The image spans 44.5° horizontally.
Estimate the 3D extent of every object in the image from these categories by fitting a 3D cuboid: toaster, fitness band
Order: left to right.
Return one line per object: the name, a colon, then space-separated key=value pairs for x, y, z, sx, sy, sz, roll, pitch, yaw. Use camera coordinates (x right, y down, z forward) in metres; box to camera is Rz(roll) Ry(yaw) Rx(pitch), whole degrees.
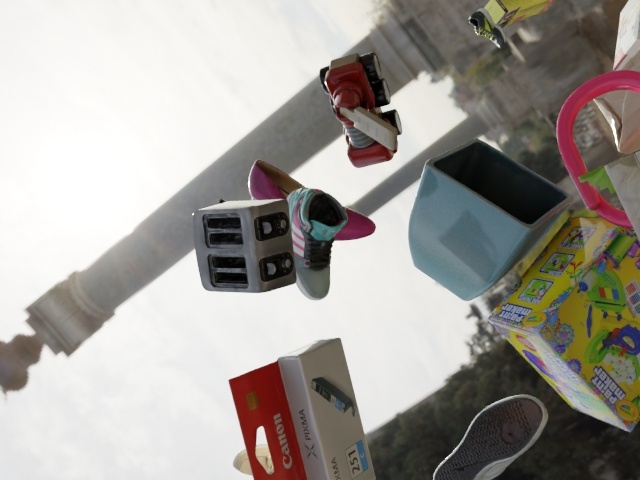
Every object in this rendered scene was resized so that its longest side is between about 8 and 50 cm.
toaster: x=-0.148 y=0.007 z=1.482 sx=0.110 sy=0.185 sz=0.168 roll=-16 pitch=-76 yaw=-54
fitness band: x=0.539 y=-0.160 z=1.374 sx=0.054 sy=0.209 sz=0.291 roll=20 pitch=-133 yaw=-57

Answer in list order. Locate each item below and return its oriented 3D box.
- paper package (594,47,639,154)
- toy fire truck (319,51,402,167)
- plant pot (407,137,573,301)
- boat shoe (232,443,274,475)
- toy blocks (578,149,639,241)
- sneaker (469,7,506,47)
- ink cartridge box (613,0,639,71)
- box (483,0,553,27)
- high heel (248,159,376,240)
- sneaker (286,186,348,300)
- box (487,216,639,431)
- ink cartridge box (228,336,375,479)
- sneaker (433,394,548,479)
paper package: x=0.802 y=-0.303 z=1.620 sx=0.324 sy=0.309 sz=0.168 roll=9 pitch=-131 yaw=-25
toy fire truck: x=0.094 y=-0.225 z=1.537 sx=0.246 sy=0.158 sz=0.217 roll=-81 pitch=-27 yaw=-46
plant pot: x=0.324 y=-0.024 z=1.624 sx=0.248 sy=0.252 sz=0.247 roll=35 pitch=-145 yaw=21
boat shoe: x=-0.088 y=0.436 z=1.513 sx=0.170 sy=0.063 sz=0.059 roll=13 pitch=-162 yaw=-37
toy blocks: x=0.630 y=-0.059 z=1.194 sx=0.261 sy=0.381 sz=0.190 roll=66 pitch=-156 yaw=2
sneaker: x=0.285 y=-0.360 z=1.343 sx=0.083 sy=0.035 sz=0.031 roll=58 pitch=165 yaw=20
ink cartridge box: x=0.766 y=-0.480 z=1.795 sx=0.128 sy=0.127 sz=0.176 roll=102 pitch=-177 yaw=-67
box: x=0.509 y=-0.604 z=2.000 sx=0.232 sy=0.087 sz=0.058 roll=-28 pitch=-103 yaw=-31
high heel: x=-0.024 y=-0.111 z=2.200 sx=0.127 sy=0.377 sz=0.181 roll=-71 pitch=-13 yaw=-52
sneaker: x=0.000 y=0.000 z=1.975 sx=0.123 sy=0.178 sz=0.296 roll=-8 pitch=-95 yaw=-26
box: x=0.537 y=0.153 z=1.504 sx=0.290 sy=0.279 sz=0.177 roll=45 pitch=168 yaw=-17
ink cartridge box: x=-0.025 y=0.357 z=1.452 sx=0.261 sy=0.066 sz=0.296 roll=-15 pitch=-89 yaw=-51
sneaker: x=0.344 y=0.393 z=1.538 sx=0.123 sy=0.290 sz=0.106 roll=-2 pitch=-130 yaw=-51
